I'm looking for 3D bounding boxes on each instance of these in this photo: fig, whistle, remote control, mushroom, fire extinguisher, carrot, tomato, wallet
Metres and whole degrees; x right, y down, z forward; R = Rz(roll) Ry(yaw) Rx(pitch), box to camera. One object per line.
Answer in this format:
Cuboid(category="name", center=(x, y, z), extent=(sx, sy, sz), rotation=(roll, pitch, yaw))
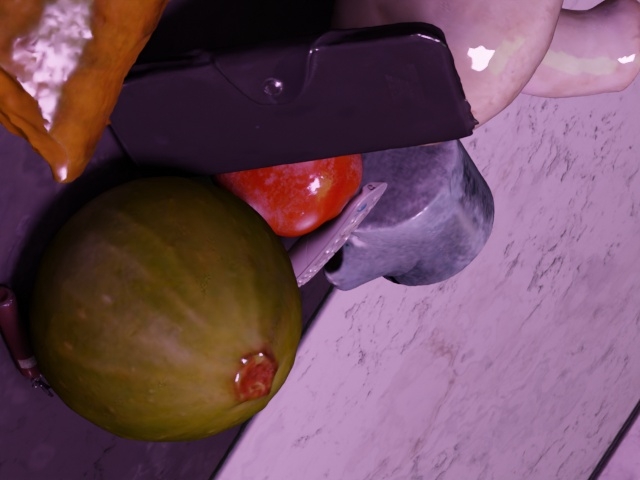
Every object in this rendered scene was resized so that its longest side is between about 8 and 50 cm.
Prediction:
Cuboid(category="fig", center=(-0.151, 0.087, 1.931), extent=(0.316, 0.316, 0.316), rotation=(-36, 145, -30))
Cuboid(category="whistle", center=(0.116, -0.124, 2.294), extent=(0.168, 0.188, 0.405), rotation=(50, 44, -55))
Cuboid(category="remote control", center=(0.000, 0.000, 2.156), extent=(0.073, 0.044, 0.229), rotation=(-33, 168, -47))
Cuboid(category="mushroom", center=(0.171, -0.266, 2.024), extent=(0.356, 0.315, 0.315), rotation=(-17, 149, 8))
Cuboid(category="fire extinguisher", center=(-0.323, 0.105, 1.990), extent=(0.173, 0.035, 0.049), rotation=(79, 14, -51))
Cuboid(category="carrot", center=(-0.235, -0.251, 1.545), extent=(0.241, 0.241, 0.341), rotation=(19, 99, -60))
Cuboid(category="tomato", center=(-0.030, -0.096, 2.067), extent=(0.187, 0.187, 0.151), rotation=(-18, 132, -47))
Cuboid(category="wallet", center=(-0.031, -0.142, 1.894), extent=(0.197, 0.377, 0.051), rotation=(66, 21, -55))
